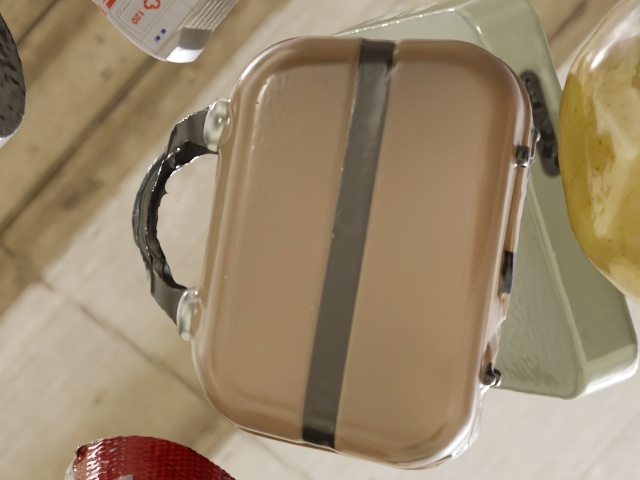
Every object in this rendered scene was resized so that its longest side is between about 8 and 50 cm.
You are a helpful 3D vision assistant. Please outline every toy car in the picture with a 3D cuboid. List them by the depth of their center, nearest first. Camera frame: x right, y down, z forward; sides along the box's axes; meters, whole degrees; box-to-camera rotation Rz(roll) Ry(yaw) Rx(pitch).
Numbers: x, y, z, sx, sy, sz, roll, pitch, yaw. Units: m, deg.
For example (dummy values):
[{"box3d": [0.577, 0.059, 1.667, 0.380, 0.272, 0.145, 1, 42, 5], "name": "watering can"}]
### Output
[{"box3d": [-0.100, -0.253, 1.618, 0.108, 0.210, 0.089, 49, -158, 19], "name": "toy car"}]

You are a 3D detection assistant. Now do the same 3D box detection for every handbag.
[{"box3d": [0.000, 0.000, 1.353, 0.283, 0.302, 0.149, 9, 180, 10], "name": "handbag"}]

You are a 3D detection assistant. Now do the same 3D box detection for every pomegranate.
[{"box3d": [0.250, -0.056, 1.123, 0.233, 0.233, 0.233, 42, 179, 1], "name": "pomegranate"}]

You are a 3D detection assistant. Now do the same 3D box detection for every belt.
[{"box3d": [-0.108, 0.240, 1.370, 0.201, 0.128, 0.124, 48, -157, -30], "name": "belt"}]

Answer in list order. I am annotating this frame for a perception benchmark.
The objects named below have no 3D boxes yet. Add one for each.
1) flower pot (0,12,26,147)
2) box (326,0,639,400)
[{"box3d": [-0.327, -0.117, 1.414, 0.269, 0.166, 0.269, 50, -151, -42], "name": "flower pot"}, {"box3d": [0.138, -0.041, 1.788, 0.373, 0.090, 0.367, 3, 111, 67], "name": "box"}]
